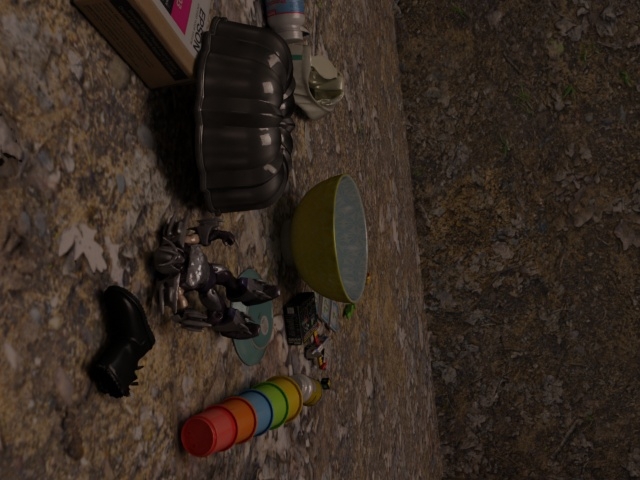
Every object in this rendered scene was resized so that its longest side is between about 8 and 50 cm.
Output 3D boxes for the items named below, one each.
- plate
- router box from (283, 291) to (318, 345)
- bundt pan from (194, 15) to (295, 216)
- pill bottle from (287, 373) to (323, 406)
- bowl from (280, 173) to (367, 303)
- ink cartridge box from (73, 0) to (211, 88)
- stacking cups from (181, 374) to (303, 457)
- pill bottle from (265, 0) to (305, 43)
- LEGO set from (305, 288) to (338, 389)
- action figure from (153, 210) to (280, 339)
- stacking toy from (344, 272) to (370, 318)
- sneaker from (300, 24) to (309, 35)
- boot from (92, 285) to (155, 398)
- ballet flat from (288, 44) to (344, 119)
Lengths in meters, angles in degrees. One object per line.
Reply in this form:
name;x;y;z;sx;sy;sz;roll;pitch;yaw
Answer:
plate;-0.126;0.149;1.269;0.188;0.024;0.188;-5;90;-73
router box;-0.044;0.178;1.494;0.122;0.038;0.092;-33;117;-69
bundt pan;-0.112;-0.201;1.089;0.331;0.124;0.331;4;90;-86
pill bottle;-0.041;0.327;1.426;0.116;0.065;0.065;45;44;-63
bowl;0.000;0.000;1.475;0.289;0.155;0.290;-4;90;-72
ink cartridge box;-0.238;-0.371;0.926;0.193;0.088;0.235;49;40;-61
stacking cups;-0.125;0.299;1.120;0.316;0.095;0.096;13;74;-72
pill bottle;-0.080;-0.526;1.452;0.087;0.087;0.160;-26;111;-71
LEGO set;0.018;0.244;1.646;0.182;0.060;0.245;53;38;-54
action figure;-0.173;0.065;1.027;0.285;0.099;0.186;48;51;-57
stacking toy;0.099;0.101;1.934;0.221;0.052;0.167;-64;146;-56
sneaker;-0.064;-0.526;1.564;0.135;0.052;0.058;-7;89;-73
boot;-0.259;0.132;0.828;0.099;0.045;0.121;-67;149;-49
ballet flat;-0.011;-0.378;1.567;0.400;0.139;0.139;6;81;-72
